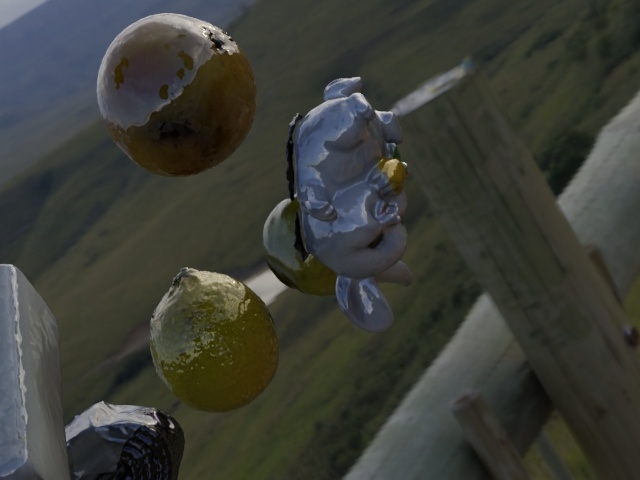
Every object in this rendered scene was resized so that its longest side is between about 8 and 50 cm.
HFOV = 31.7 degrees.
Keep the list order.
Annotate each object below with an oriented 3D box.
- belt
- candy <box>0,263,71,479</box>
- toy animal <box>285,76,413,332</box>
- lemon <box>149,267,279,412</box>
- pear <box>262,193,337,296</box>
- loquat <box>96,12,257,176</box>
[{"bbox_3d":[-0.314,0.350,1.579,0.289,0.184,0.164,-47,5,5],"label":"belt"},{"bbox_3d":[-0.429,0.208,1.390,0.208,0.145,0.359,-16,44,-3],"label":"candy"},{"bbox_3d":[0.049,-0.050,1.563,0.154,0.325,0.208,-1,29,23],"label":"toy animal"},{"bbox_3d":[-0.211,0.198,2.232,0.253,0.310,0.253,-20,12,5],"label":"lemon"},{"bbox_3d":[0.000,0.000,1.837,0.200,0.200,0.200,-30,11,7],"label":"pear"},{"bbox_3d":[-0.231,-0.235,1.815,0.263,0.263,0.263,-30,11,7],"label":"loquat"}]
